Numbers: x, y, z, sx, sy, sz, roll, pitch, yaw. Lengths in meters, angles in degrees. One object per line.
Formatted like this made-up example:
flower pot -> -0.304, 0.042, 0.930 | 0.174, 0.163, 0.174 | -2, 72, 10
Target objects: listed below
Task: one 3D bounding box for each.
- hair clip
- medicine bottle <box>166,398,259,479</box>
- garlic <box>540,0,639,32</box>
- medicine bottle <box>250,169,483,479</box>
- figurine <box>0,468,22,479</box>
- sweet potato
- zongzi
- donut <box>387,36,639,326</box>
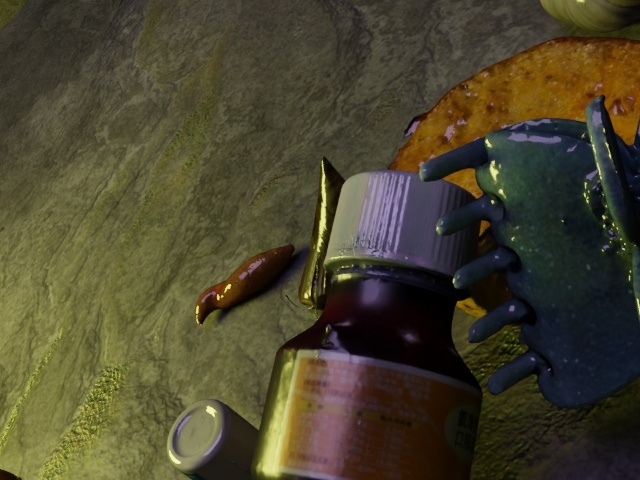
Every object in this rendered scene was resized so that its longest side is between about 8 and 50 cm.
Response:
hair clip -> 0.277, 0.015, 1.051 | 0.238, 0.318, 0.392 | -15, 7, 39
medicine bottle -> -0.116, 0.290, 1.346 | 0.105, 0.168, 0.105 | -23, 42, 23
garlic -> 0.431, -0.443, 1.548 | 0.207, 0.207, 0.257 | -1, 47, 40
medicine bottle -> 0.065, 0.123, 1.127 | 0.242, 0.242, 0.395 | 0, 75, 40
figurine -> -0.525, 0.460, 1.525 | 0.215, 0.215, 0.228 | 1, 44, 41
sweet potato -> -0.126, 0.067, 1.655 | 0.202, 0.058, 0.055 | -33, 60, 10
zongzi -> 0.000, 0.000, 1.504 | 0.084, 0.184, 0.187 | 22, 70, 50
donut -> 0.301, -0.090, 1.355 | 0.435, 0.163, 0.378 | -29, 40, 20
